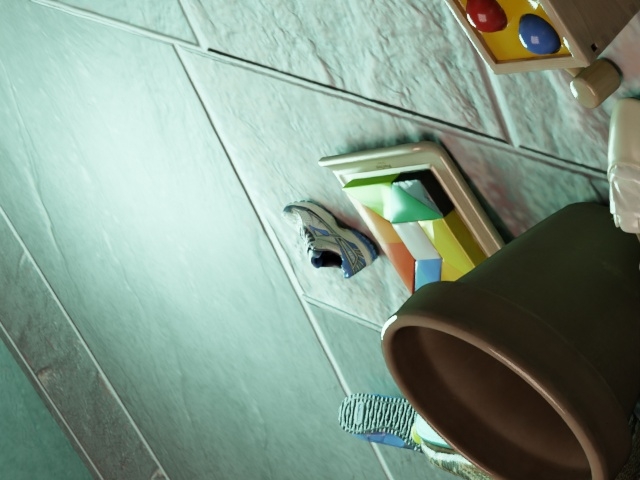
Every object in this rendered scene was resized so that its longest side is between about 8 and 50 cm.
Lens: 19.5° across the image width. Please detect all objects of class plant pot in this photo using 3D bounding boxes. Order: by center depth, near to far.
[{"bbox_3d":[0.227,0.091,1.803,0.263,0.229,0.263,34,154,19],"label":"plant pot"}]

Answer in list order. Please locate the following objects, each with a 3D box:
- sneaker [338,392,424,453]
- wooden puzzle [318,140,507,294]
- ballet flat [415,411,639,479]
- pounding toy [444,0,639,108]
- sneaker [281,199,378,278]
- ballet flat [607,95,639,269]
[{"bbox_3d":[0.124,0.242,2.443,0.209,0.069,0.082,8,172,40],"label":"sneaker"},{"bbox_3d":[0.117,-0.006,2.043,0.239,0.044,0.221,51,155,-18],"label":"wooden puzzle"},{"bbox_3d":[0.269,0.240,2.086,0.182,0.164,0.483,34,169,-16],"label":"ballet flat"},{"bbox_3d":[0.178,-0.182,1.590,0.181,0.094,0.206,1,133,57],"label":"pounding toy"},{"bbox_3d":[0.000,0.000,2.221,0.135,0.058,0.052,30,153,29],"label":"sneaker"},{"bbox_3d":[0.308,-0.015,1.683,0.086,0.086,0.248,14,143,48],"label":"ballet flat"}]
